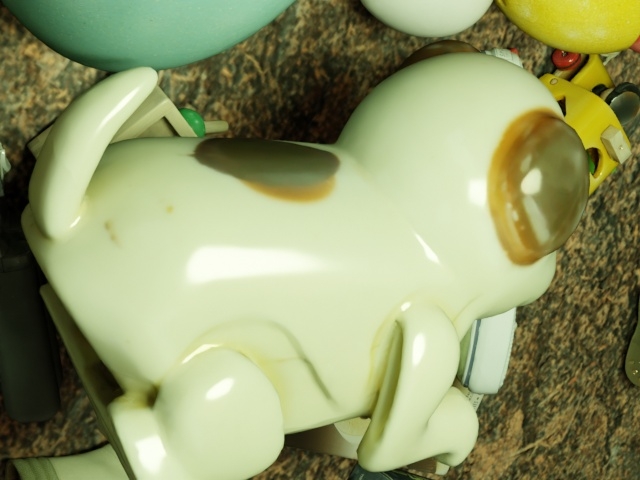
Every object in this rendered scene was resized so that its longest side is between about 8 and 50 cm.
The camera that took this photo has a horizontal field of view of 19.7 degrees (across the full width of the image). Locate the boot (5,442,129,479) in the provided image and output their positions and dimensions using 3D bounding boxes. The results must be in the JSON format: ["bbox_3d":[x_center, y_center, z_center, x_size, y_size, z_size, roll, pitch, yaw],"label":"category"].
[{"bbox_3d":[-0.172,0.271,1.564,0.165,0.213,0.077,-7,158,-35],"label":"boot"}]

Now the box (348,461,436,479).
[{"bbox_3d":[0.063,0.350,1.876,0.183,0.059,0.232,24,96,-45],"label":"box"}]

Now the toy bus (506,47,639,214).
[{"bbox_3d":[0.246,-0.103,1.755,0.191,0.104,0.202,-7,117,-37],"label":"toy bus"}]

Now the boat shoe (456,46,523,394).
[{"bbox_3d":[0.125,-0.017,1.607,0.094,0.109,0.302,1,93,2],"label":"boat shoe"}]

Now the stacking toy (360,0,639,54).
[{"bbox_3d":[0.254,-0.278,1.591,0.480,0.350,0.350,-11,121,-14],"label":"stacking toy"}]

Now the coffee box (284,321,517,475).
[{"bbox_3d":[0.016,0.099,1.663,0.297,0.119,0.168,16,102,-43],"label":"coffee box"}]

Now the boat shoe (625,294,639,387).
[{"bbox_3d":[0.378,0.073,1.996,0.060,0.064,0.178,-29,137,-65],"label":"boat shoe"}]

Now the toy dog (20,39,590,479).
[{"bbox_3d":[0.000,0.000,1.376,0.408,0.284,0.395,-23,115,-11],"label":"toy dog"}]

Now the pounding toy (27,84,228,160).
[{"bbox_3d":[-0.140,-0.070,1.476,0.141,0.100,0.130,-39,132,-3],"label":"pounding toy"}]

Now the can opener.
[{"bbox_3d":[-0.268,0.017,1.437,0.095,0.076,0.283,-6,121,-1],"label":"can opener"}]

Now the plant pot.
[{"bbox_3d":[-0.131,-0.232,1.293,0.290,0.290,0.195,-19,155,-31],"label":"plant pot"}]
